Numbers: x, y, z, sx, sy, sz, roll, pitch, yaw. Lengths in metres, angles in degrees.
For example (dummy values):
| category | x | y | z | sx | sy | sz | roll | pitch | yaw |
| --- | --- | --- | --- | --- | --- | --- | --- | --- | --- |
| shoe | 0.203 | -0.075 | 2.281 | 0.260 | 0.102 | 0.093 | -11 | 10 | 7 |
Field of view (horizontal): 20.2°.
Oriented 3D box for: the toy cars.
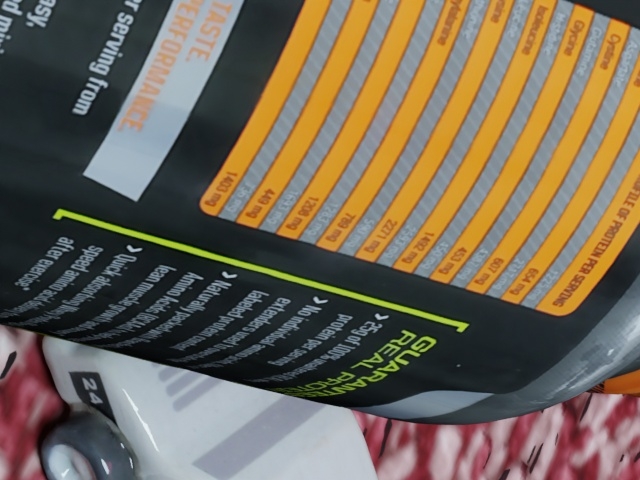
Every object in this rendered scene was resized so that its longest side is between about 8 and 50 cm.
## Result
| category | x | y | z | sx | sy | sz | roll | pitch | yaw |
| --- | --- | --- | --- | --- | --- | --- | --- | --- | --- |
| toy cars | 0.000 | 0.000 | 0.656 | 0.176 | 0.087 | 0.393 | 22 | 71 | -42 |

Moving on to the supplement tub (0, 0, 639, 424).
| category | x | y | z | sx | sy | sz | roll | pitch | yaw |
| --- | --- | --- | --- | --- | --- | --- | --- | --- | --- |
| supplement tub | -0.030 | -0.075 | 0.421 | 0.338 | 0.207 | 0.207 | 17 | 74 | -29 |
